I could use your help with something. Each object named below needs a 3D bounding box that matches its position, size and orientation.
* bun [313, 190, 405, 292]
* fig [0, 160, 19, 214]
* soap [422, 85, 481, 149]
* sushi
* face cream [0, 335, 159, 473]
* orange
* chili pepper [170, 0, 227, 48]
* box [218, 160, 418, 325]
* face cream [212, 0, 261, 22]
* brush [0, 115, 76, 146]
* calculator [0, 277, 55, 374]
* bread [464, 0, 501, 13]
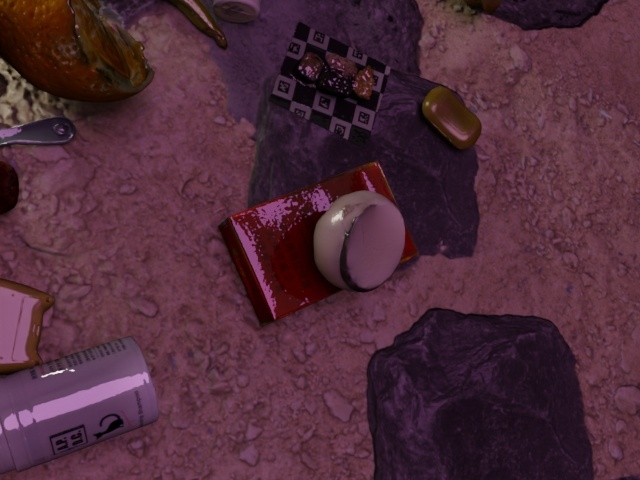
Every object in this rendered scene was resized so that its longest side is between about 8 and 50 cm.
[{"bbox_3d":[0.055,-0.002,1.336,0.173,0.120,0.172,-18,116,-40],"label":"bun"},{"bbox_3d":[-0.545,-0.084,1.249,0.125,0.089,0.088,2,76,5],"label":"fig"},{"bbox_3d":[0.267,-0.249,1.610,0.140,0.045,0.089,43,70,-9],"label":"soap"},{"bbox_3d":[0.031,-0.311,1.530,0.215,0.050,0.192,23,71,-15],"label":"sushi"},{"bbox_3d":[-0.438,0.267,1.169,0.370,0.145,0.145,-18,86,-23],"label":"face cream"},{"bbox_3d":[-0.414,-0.347,1.260,0.334,0.262,0.196,47,108,10],"label":"orange"},{"bbox_3d":[-0.249,-0.434,1.454,0.208,0.043,0.048,30,57,-13],"label":"chili pepper"},{"bbox_3d":[0.000,0.001,1.428,0.314,0.089,0.197,-23,87,-23],"label":"box"},{"bbox_3d":[-0.152,-0.572,1.496,0.092,0.092,0.311,5,76,-20],"label":"face cream"},{"bbox_3d":[-0.545,-0.169,1.270,0.297,0.060,0.068,-13,81,-23],"label":"brush"},{"bbox_3d":[-0.542,0.128,1.221,0.237,0.033,0.157,9,76,-18],"label":"calculator"},{"bbox_3d":[0.313,-0.612,1.660,0.156,0.158,0.260,12,75,-8],"label":"bread"}]
